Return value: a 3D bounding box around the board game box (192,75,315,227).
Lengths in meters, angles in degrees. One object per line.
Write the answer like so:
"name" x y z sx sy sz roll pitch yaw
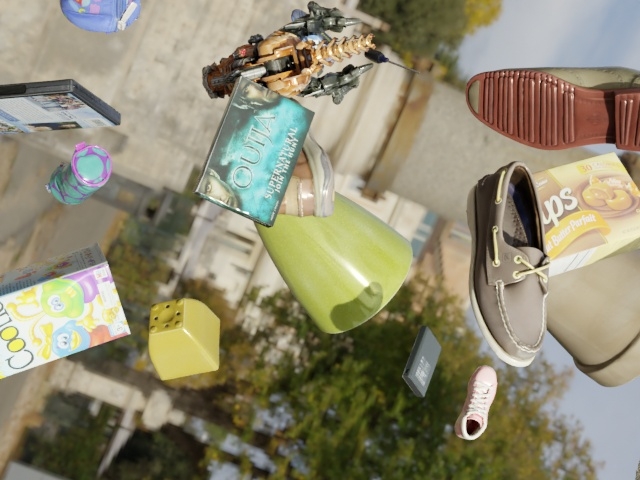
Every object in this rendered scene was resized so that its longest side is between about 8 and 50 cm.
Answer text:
"board game box" -0.095 -0.127 1.514 0.026 0.126 0.186 -14 -125 66

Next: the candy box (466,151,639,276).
"candy box" 0.458 -0.042 1.981 0.087 0.316 0.183 109 -40 -57

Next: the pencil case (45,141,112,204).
"pencil case" -0.361 -0.098 1.573 0.064 0.070 0.152 -28 -175 -29

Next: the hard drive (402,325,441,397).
"hard drive" 0.233 0.276 2.393 0.022 0.094 0.135 3 -126 35

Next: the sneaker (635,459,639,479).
"sneaker" 0.613 0.453 1.942 0.237 0.085 0.086 -61 -155 -4

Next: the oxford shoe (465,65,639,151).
"oxford shoe" 0.402 -0.215 1.635 0.130 0.348 0.123 -48 144 -49

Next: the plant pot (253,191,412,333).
"plant pot" 0.000 0.000 2.239 0.275 0.293 0.275 -34 -153 20

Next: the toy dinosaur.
"toy dinosaur" -0.041 -0.267 1.626 0.218 0.322 0.164 -23 124 -43

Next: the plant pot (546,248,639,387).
"plant pot" 0.579 0.111 2.255 0.323 0.280 0.323 -56 -169 16

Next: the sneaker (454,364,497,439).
"sneaker" 0.274 0.283 1.812 0.070 0.051 0.134 158 -45 -87

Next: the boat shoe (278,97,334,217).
"boat shoe" -0.070 -0.138 1.662 0.324 0.116 0.123 -119 -159 -58

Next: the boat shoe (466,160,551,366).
"boat shoe" 0.295 0.029 1.598 0.097 0.117 0.324 -45 -142 49

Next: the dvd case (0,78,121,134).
"dvd case" -0.438 -0.189 1.513 0.180 0.253 0.022 41 47 -76

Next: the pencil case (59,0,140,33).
"pencil case" -0.310 -0.423 1.514 0.119 0.133 0.306 -31 163 -27

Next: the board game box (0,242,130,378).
"board game box" -0.492 0.127 1.832 0.144 0.275 0.142 -142 -144 -67

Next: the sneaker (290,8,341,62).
"sneaker" -0.019 -0.402 2.108 0.059 0.144 0.053 -28 -144 26

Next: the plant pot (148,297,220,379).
"plant pot" -0.182 0.119 1.347 0.083 0.081 0.081 64 18 -50

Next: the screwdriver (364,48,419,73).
"screwdriver" 0.138 -0.347 2.034 0.024 0.025 0.170 -32 -148 -20
